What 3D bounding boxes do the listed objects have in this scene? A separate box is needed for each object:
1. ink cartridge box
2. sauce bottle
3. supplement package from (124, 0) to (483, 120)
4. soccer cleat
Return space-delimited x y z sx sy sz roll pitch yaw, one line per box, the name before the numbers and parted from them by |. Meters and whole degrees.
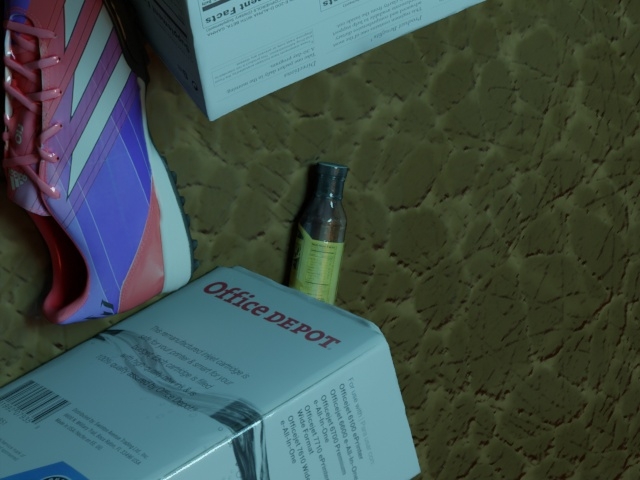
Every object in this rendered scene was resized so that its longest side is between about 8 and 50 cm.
ink cartridge box | -0.117 0.161 1.343 0.307 0.223 0.129 -30 119 -27
sauce bottle | 0.000 0.000 1.501 0.042 0.042 0.128 5 98 -37
supplement package | -0.016 -0.238 1.271 0.261 0.204 0.145 -25 138 -16
soccer cleat | -0.182 -0.086 1.307 0.116 0.108 0.318 -27 119 -23
